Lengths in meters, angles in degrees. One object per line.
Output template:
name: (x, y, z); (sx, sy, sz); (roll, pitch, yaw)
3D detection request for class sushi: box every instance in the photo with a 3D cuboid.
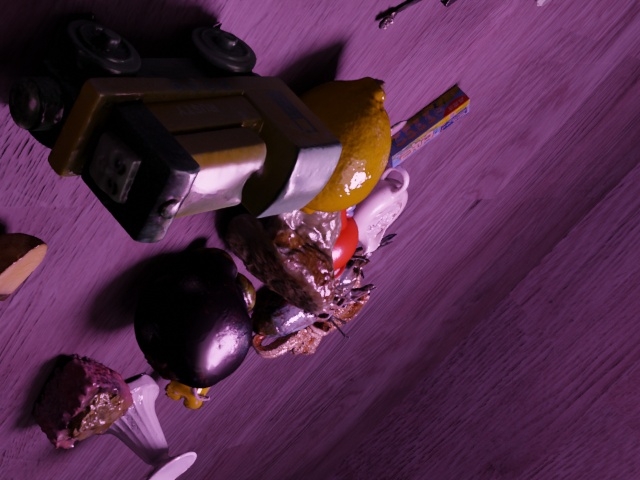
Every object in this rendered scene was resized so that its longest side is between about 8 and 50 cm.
sushi: (-0.414, 0.284, 1.854); (0.161, 0.107, 0.241); (-23, 154, -47)

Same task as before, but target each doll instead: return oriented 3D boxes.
doll: (-0.241, 0.240, 2.045); (0.135, 0.143, 0.221); (-61, -179, -37)
doll: (0.000, 0.000, 1.952); (0.161, 0.130, 0.290); (-29, 152, -15)

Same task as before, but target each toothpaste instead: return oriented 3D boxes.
toothpaste: (0.200, -0.223, 1.954); (0.193, 0.044, 0.070); (-37, 160, -8)

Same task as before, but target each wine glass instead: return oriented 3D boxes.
wine glass: (-0.356, 0.391, 2.045); (0.165, 0.196, 0.165); (-32, 157, -16)

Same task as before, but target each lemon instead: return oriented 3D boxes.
lemon: (0.017, -0.150, 1.592); (0.184, 0.184, 0.248); (-4, 128, -58)

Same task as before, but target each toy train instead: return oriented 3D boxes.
toy train: (-0.163, -0.134, 1.208); (0.397, 0.253, 0.160); (-13, 146, -53)

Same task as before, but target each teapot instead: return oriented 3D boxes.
teapot: (0.112, -0.072, 2.044); (0.145, 0.092, 0.226); (-27, 156, -39)

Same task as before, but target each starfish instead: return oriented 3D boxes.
starfish: (-0.002, 0.175, 2.349); (0.303, 0.113, 0.312); (-42, 169, 13)

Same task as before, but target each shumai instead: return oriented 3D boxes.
shumai: (-0.029, -0.010, 1.791); (0.203, 0.222, 0.272); (-49, 167, -20)

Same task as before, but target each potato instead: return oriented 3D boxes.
potato: (-0.417, 0.022, 1.355); (0.103, 0.066, 0.096); (-44, 175, -5)

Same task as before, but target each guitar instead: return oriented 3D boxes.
guitar: (0.184, -0.389, 1.608); (0.233, 0.025, 0.088); (-33, 160, -19)

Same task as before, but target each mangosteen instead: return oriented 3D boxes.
mangosteen: (-0.210, 0.136, 1.765); (0.243, 0.243, 0.243); (-34, 159, -15)

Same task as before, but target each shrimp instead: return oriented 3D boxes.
shrimp: (0.024, 0.110, 2.163); (0.372, 0.172, 0.137); (-27, -159, -6)

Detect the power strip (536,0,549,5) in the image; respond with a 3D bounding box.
power strip: (0.417, -0.462, 1.871); (0.055, 0.035, 0.083); (-35, 172, -14)
